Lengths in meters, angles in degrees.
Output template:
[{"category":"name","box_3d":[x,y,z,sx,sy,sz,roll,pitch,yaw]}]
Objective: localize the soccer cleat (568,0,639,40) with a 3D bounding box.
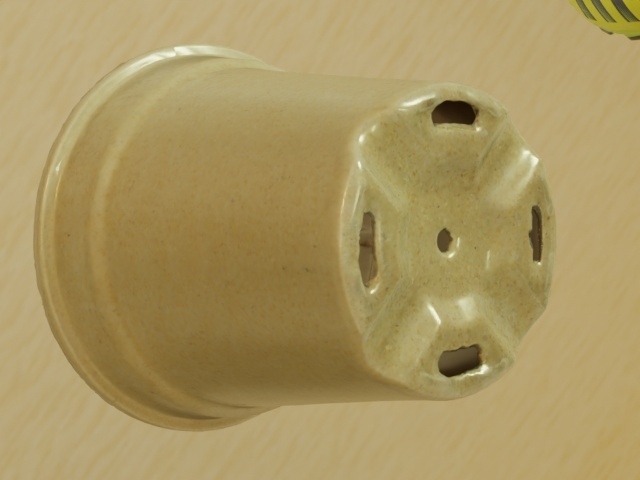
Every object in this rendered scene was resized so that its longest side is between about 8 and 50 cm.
[{"category":"soccer cleat","box_3d":[0.216,-0.252,1.052,0.121,0.093,0.289,46,4,-35]}]

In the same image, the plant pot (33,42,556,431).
[{"category":"plant pot","box_3d":[0.000,0.000,0.992,0.334,0.334,0.305,34,-21,-36]}]
